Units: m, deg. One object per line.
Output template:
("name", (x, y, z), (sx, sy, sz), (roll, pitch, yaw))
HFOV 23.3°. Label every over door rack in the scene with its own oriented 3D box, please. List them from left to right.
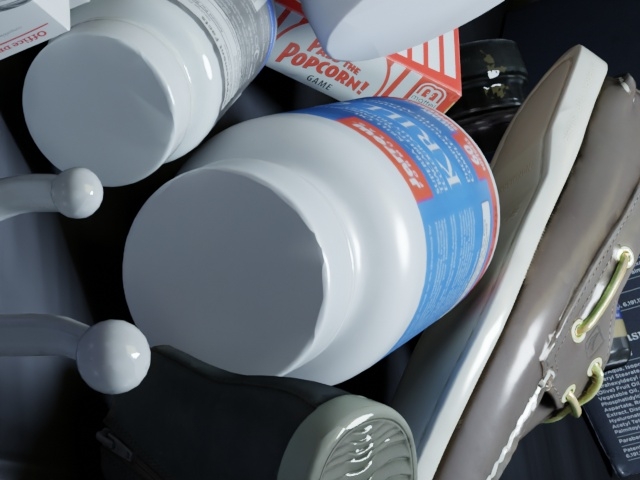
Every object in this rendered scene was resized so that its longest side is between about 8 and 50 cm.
("over door rack", (-0.140, -0.019, 0.367), (0.324, 0.108, 0.239), (-81, 152, -57))

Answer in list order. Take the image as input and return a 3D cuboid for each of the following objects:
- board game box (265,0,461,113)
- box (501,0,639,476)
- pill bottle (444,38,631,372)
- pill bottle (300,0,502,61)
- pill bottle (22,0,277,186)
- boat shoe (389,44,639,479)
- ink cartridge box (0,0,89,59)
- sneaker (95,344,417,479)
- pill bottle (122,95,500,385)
("board game box", (0.007, -0.165, 0.887), (0.147, 0.045, 0.193), (23, 45, -23))
("box", (0.288, -0.033, 1.357), (0.312, 0.179, 0.343), (60, 24, -24))
("pill bottle", (0.112, -0.011, 0.995), (0.123, 0.123, 0.219), (7, 66, -66))
("pill bottle", (-0.010, -0.257, 0.760), (0.323, 0.181, 0.181), (66, 21, 10))
("pill bottle", (-0.072, -0.078, 0.670), (0.078, 0.078, 0.137), (65, 23, -17))
("boat shoe", (0.119, 0.040, 0.855), (0.097, 0.116, 0.324), (31, 61, -9))
("ink cartridge box", (-0.128, -0.094, 0.587), (0.083, 0.048, 0.028), (38, 40, -54))
("sneaker", (-0.031, 0.153, 0.596), (0.083, 0.118, 0.222), (-1, 103, -46))
("pill bottle", (0.000, 0.000, 0.717), (0.221, 0.124, 0.124), (-25, 96, -69))
